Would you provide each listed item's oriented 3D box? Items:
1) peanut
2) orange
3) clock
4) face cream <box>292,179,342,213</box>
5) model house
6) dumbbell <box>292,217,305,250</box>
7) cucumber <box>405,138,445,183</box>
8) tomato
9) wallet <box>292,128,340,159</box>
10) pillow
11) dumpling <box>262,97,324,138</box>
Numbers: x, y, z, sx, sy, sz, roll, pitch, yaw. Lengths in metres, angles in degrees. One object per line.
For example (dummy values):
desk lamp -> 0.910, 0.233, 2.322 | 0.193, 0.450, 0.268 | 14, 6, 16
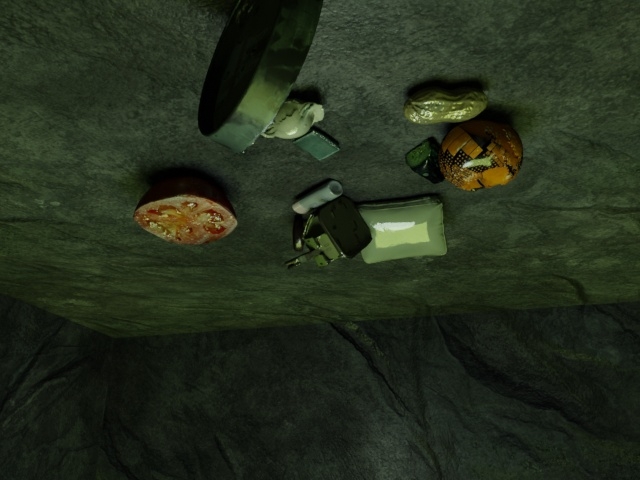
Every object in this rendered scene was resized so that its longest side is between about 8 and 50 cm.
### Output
peanut -> 0.322, -0.352, 1.490 | 0.215, 0.090, 0.098 | -3, 127, 3
orange -> 0.448, -0.243, 1.628 | 0.235, 0.182, 0.234 | 6, 167, 1
clock -> -0.125, -0.358, 1.103 | 0.077, 0.386, 0.386 | 20, 150, -27
face cream -> -0.010, -0.148, 2.002 | 0.084, 0.057, 0.198 | 4, 161, -41
model house -> 0.000, 0.000, 2.055 | 0.279, 0.204, 0.218 | -29, -177, 38
dumbbell -> 0.006, -0.020, 2.203 | 0.226, 0.123, 0.140 | 0, 174, -2
cucumber -> 0.332, -0.232, 1.791 | 0.115, 0.085, 0.193 | -15, 159, 27
tomato -> -0.444, -0.119, 1.956 | 0.339, 0.143, 0.338 | -3, 154, -2
wallet -> -0.010, -0.287, 1.710 | 0.088, 0.026, 0.129 | -22, 148, 33
pillow -> 0.293, -0.038, 2.114 | 0.323, 0.119, 0.255 | -6, 125, 11
dumpling -> -0.075, -0.323, 1.544 | 0.188, 0.108, 0.127 | -23, 177, 16
